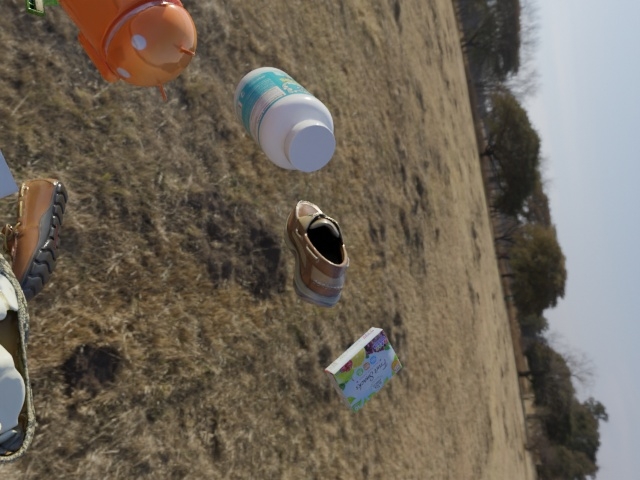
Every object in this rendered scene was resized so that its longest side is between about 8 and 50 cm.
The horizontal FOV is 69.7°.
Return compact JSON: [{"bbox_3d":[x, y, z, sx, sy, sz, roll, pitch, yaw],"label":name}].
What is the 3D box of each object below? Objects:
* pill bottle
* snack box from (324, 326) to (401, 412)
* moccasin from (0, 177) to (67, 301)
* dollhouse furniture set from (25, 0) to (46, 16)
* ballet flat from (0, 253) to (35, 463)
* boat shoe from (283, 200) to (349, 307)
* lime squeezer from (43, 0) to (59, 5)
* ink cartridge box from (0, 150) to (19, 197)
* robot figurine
[{"bbox_3d":[-0.068,-0.234,0.907,0.264,0.146,0.146,53,-4,45],"label":"pill bottle"},{"bbox_3d":[0.088,0.257,0.922,0.141,0.037,0.100,-36,109,-26],"label":"snack box"},{"bbox_3d":[-0.829,-0.008,1.295,0.139,0.147,0.379,111,-23,-69],"label":"moccasin"},{"bbox_3d":[-0.609,-0.562,1.007,0.076,0.152,0.058,-4,79,-51],"label":"dollhouse furniture set"},{"bbox_3d":[-0.652,0.209,0.910,0.164,0.182,0.481,-13,96,-45],"label":"ballet flat"},{"bbox_3d":[0.000,0.000,0.980,0.324,0.123,0.116,-108,-143,-52],"label":"boat shoe"},{"bbox_3d":[-0.602,-0.605,1.081,0.059,0.311,0.109,-10,84,-51],"label":"lime squeezer"},{"bbox_3d":[-0.506,-0.062,0.462,0.289,0.211,0.121,-34,127,-38],"label":"ink cartridge box"},{"bbox_3d":[-0.247,-0.294,0.590,0.219,0.158,0.128,52,-6,0],"label":"robot figurine"}]
